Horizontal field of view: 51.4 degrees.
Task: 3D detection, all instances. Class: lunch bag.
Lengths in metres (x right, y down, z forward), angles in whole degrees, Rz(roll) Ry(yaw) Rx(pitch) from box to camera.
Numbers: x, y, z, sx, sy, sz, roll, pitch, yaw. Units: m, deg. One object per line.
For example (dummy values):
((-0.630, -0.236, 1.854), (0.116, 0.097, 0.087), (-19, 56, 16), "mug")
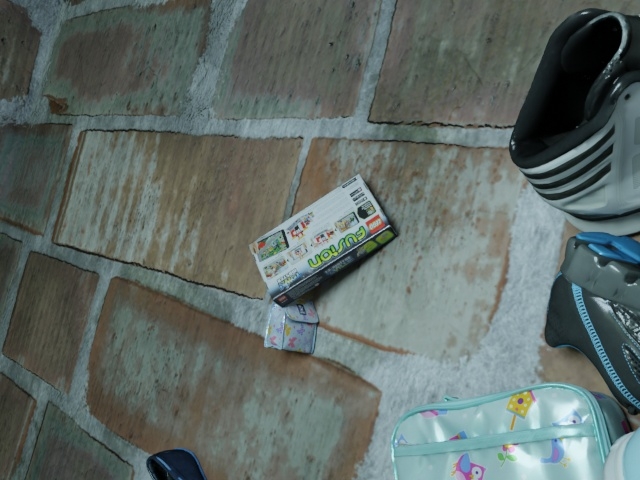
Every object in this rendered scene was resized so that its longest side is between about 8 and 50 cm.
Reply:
((-0.043, 0.130, 1.031), (0.053, 0.071, 0.083), (-4, 74, 45), "lunch bag")
((0.204, 0.274, 0.735), (0.279, 0.108, 0.224), (-22, 64, 37), "lunch bag")

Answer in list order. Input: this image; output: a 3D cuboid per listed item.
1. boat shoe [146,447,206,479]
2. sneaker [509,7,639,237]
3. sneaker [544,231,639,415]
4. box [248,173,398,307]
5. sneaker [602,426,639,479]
((-0.219, 0.457, 1.088), (0.258, 0.089, 0.109), (39, 105, 42), "boat shoe")
((0.379, -0.149, 0.590), (0.448, 0.257, 0.169), (-31, 58, 32), "sneaker")
((0.370, 0.124, 0.641), (0.341, 0.125, 0.139), (43, 129, 43), "sneaker")
((0.000, 0.000, 1.004), (0.207, 0.036, 0.114), (-32, 56, 8), "box")
((0.333, 0.288, 0.479), (0.150, 0.135, 0.365), (99, 158, -49), "sneaker")
